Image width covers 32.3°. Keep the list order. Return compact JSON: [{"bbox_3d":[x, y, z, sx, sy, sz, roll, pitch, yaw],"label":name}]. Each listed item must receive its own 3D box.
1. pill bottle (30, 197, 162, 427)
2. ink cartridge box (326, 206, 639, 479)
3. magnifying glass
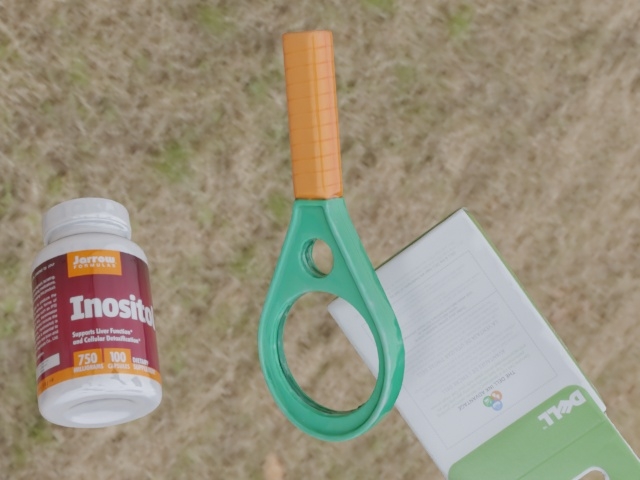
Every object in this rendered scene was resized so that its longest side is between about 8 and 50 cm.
[{"bbox_3d":[-0.163,0.050,0.791,0.086,0.152,0.086,-9,155,-4],"label":"pill bottle"},{"bbox_3d":[0.109,0.094,0.708,0.109,0.209,0.062,-36,173,9],"label":"ink cartridge box"},{"bbox_3d":[0.000,0.000,0.619,0.026,0.092,0.231,-13,103,-54],"label":"magnifying glass"}]
